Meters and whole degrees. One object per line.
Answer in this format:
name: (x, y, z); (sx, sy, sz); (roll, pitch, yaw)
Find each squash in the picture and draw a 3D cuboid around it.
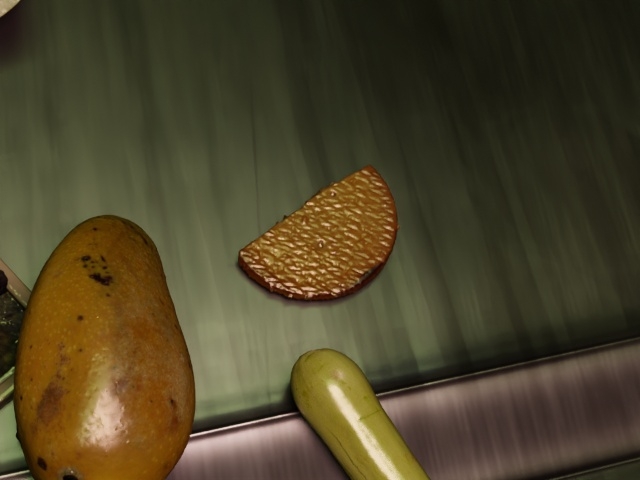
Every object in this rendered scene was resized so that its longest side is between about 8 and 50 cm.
squash: (0.053, 0.221, 1.254); (0.083, 0.083, 0.250); (-31, 75, -21)

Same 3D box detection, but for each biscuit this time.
biscuit: (0.013, 0.004, 1.375); (0.206, 0.025, 0.126); (-35, 76, -20)

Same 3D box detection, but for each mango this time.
mango: (-0.215, 0.111, 1.207); (0.176, 0.176, 0.329); (-1, 66, -1)

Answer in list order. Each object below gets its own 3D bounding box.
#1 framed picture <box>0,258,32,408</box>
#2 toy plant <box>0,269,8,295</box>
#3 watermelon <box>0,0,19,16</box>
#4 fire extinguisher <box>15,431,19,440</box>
framed picture: (-0.455, 0.125, 1.243); (0.324, 0.020, 0.240); (-39, 78, -22)
toy plant: (-0.482, 0.104, 1.119); (0.247, 0.247, 0.332); (31, 67, 4)
watermelon: (-0.493, -0.333, 1.351); (0.305, 0.180, 0.224); (-9, 54, -12)
fire extinguisher: (-0.243, 0.250, 1.222); (0.173, 0.035, 0.049); (46, 29, 11)
